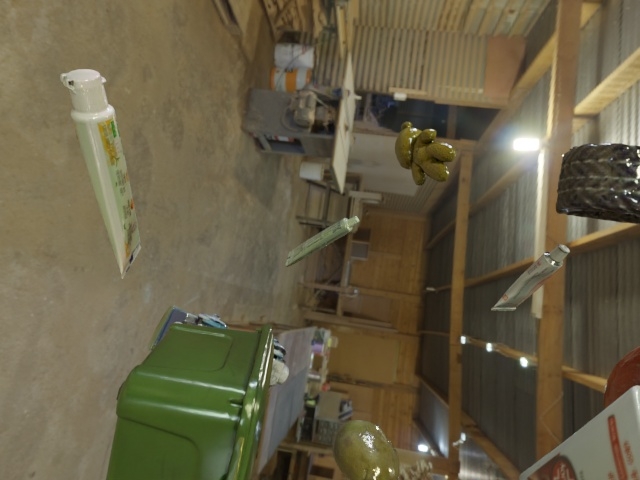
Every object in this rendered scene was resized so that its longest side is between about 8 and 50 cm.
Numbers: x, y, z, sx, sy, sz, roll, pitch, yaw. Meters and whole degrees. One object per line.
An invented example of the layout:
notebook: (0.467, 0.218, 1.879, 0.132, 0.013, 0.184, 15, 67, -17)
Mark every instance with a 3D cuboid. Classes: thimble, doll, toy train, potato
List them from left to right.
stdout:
toy train: (-0.219, 0.247, 0.951, 0.299, 0.202, 0.131, 36, 67, -31)
potato: (0.138, 0.642, 1.235, 0.251, 0.174, 0.159, -141, -147, -66)
doll: (0.259, -0.208, 1.024, 0.209, 0.097, 0.137, -129, -145, -52)
thimble: (0.281, -0.051, 0.395, 0.095, 0.104, 0.066, 6, 95, -60)

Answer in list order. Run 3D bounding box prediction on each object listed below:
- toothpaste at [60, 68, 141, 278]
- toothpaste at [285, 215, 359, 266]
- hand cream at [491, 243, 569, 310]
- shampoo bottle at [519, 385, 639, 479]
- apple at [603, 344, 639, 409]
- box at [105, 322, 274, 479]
toothpaste: (-0.300, -0.082, 0.609, 0.058, 0.056, 0.314, -28, 141, -35)
toothpaste: (0.000, 0.000, 0.868, 0.029, 0.197, 0.048, 42, 36, -26)
hand cream: (0.432, 0.085, 0.863, 0.038, 0.052, 0.216, -60, 174, -43)
shampoo bottle: (0.293, 0.305, 0.502, 0.284, 0.071, 0.153, -57, -176, 38)
apple: (0.766, 0.351, 0.835, 0.277, 0.348, 0.348, 46, 45, -41)
box: (-0.177, 0.287, 0.575, 0.253, 0.178, 0.329, -116, -143, -80)
